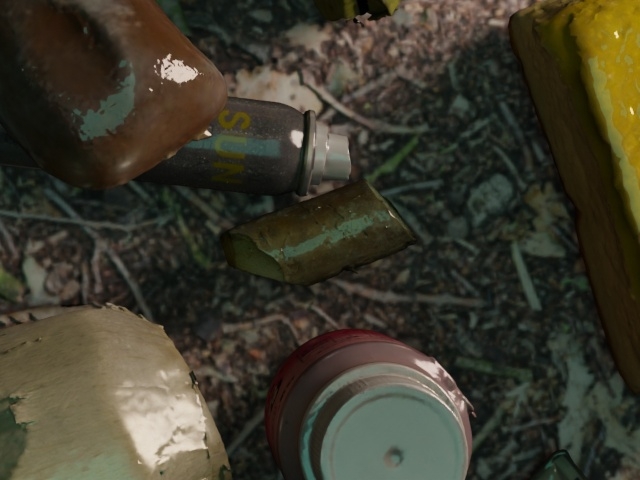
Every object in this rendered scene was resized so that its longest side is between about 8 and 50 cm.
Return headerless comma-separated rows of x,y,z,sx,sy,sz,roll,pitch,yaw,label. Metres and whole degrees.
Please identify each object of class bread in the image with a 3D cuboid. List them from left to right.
0.348,-0.071,1.313,0.333,0.143,0.324,-16,92,-5,bread

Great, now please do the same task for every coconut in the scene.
-0.196,0.174,1.213,0.247,0.245,0.245,-22,93,-11,coconut

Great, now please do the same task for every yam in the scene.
0.000,0.000,1.315,0.146,0.070,0.070,-22,93,-7,yam

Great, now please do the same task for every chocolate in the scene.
-0.190,-0.163,1.241,0.161,0.083,0.261,-39,76,-22,chocolate

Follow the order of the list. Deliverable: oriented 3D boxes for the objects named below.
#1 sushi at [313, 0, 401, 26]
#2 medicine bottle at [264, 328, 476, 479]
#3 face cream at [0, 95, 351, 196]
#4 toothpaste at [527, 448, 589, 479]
0.072,-0.299,1.285,0.131,0.139,0.291,29,87,-13,sushi
0.035,0.140,1.232,0.147,0.247,0.147,0,91,-5,medicine bottle
-0.117,-0.079,1.299,0.283,0.073,0.073,7,90,-6,face cream
0.115,0.279,1.344,0.268,0.047,0.069,-42,76,-6,toothpaste
